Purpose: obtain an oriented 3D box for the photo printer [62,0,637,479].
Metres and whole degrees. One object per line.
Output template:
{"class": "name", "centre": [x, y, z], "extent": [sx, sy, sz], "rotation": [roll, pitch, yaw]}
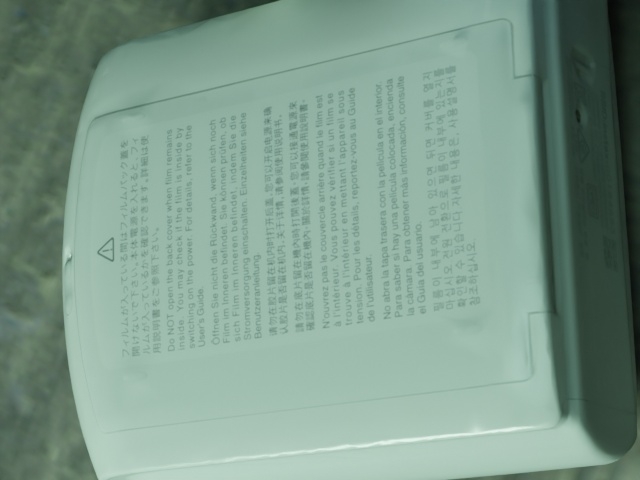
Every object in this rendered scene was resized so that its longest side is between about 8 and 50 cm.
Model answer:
{"class": "photo printer", "centre": [0.000, 0.000, 0.904], "extent": [0.307, 0.107, 0.256], "rotation": [-11, 74, 31]}
